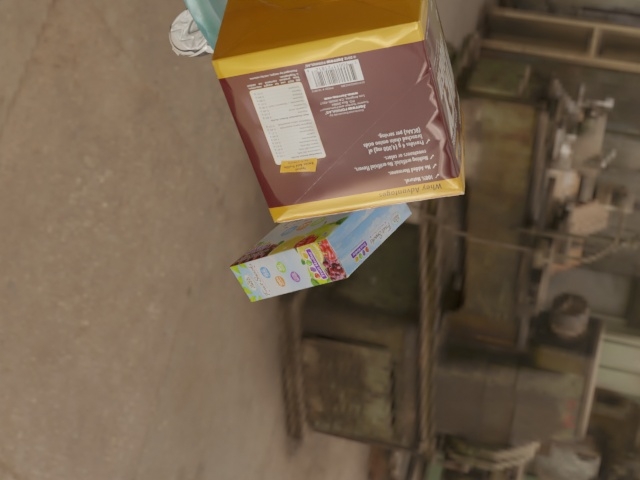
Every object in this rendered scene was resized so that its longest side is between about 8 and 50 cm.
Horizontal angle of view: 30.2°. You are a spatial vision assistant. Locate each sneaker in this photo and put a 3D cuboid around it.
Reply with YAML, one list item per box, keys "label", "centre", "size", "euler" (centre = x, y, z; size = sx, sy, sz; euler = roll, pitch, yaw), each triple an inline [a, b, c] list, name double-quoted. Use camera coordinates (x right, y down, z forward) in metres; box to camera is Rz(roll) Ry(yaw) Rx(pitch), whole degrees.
- label: "sneaker"
  centre: [-0.190, -0.420, 2.207]
  size: [0.235, 0.094, 0.153]
  euler: [-49, -172, -14]

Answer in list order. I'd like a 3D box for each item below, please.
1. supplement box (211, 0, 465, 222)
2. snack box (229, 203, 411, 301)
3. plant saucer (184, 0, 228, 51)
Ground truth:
- label: "supplement box"
  centre: [0.025, -0.141, 1.119]
  size: [0.129, 0.191, 0.194]
  euler: [-83, 159, -48]
- label: "snack box"
  centre: [0.000, 0.000, 1.683]
  size: [0.174, 0.207, 0.070]
  euler: [-42, 109, -41]
- label: "plant saucer"
  centre: [-0.136, -0.351, 1.839]
  size: [0.043, 0.317, 0.318]
  euler: [-34, 147, -14]
